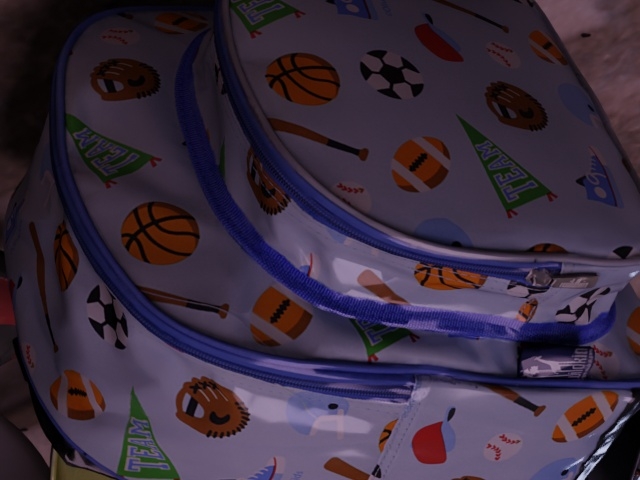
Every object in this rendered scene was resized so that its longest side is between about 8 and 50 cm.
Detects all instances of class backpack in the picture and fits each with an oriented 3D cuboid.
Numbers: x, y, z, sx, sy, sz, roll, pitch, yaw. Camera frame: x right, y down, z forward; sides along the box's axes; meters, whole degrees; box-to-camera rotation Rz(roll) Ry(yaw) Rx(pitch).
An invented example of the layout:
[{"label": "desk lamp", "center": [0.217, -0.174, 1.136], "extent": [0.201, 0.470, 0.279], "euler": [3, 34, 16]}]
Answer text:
[{"label": "backpack", "center": [0.000, 0.000, 0.773], "extent": [0.263, 0.276, 0.213], "euler": [-3, 133, -22]}]

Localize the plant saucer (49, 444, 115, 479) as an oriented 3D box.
[{"label": "plant saucer", "center": [-0.052, 0.105, 0.958], "extent": [0.241, 0.037, 0.241], "euler": [-11, 107, -39]}]

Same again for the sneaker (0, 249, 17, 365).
[{"label": "sneaker", "center": [-0.249, 0.087, 0.805], "extent": [0.276, 0.135, 0.098], "euler": [-19, 142, -16]}]

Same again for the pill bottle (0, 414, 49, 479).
[{"label": "pill bottle", "center": [-0.251, 0.201, 0.947], "extent": [0.130, 0.130, 0.246], "euler": [11, 128, -42]}]

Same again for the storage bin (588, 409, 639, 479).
[{"label": "storage bin", "center": [0.226, 0.108, 1.202], "extent": [0.091, 0.098, 0.135], "euler": [-27, 146, -21]}]

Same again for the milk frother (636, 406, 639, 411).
[{"label": "milk frother", "center": [0.143, 0.039, 1.011], "extent": [0.143, 0.135, 0.129], "euler": [-43, 173, 24]}]
